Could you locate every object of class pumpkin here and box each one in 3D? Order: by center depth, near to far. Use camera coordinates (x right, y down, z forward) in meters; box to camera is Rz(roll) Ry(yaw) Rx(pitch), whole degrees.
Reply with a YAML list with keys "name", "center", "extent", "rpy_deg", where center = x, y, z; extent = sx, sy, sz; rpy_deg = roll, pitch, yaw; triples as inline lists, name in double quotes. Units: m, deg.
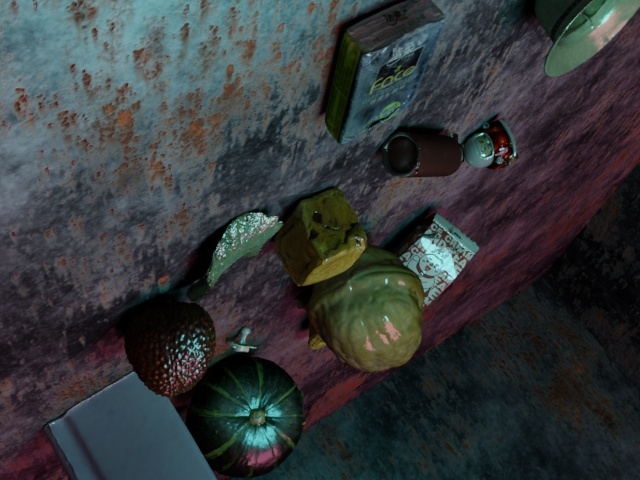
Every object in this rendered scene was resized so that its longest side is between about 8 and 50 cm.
- name: "pumpkin"
  center: [-0.198, 0.469, 2.243]
  extent: [0.323, 0.323, 0.241]
  rpy_deg: [-30, -172, -20]

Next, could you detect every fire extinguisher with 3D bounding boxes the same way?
- name: "fire extinguisher"
  center: [0.238, -0.189, 1.815]
  extent: [0.105, 0.105, 0.269]
  rpy_deg: [-48, 158, 29]

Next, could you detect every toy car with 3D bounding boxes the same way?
- name: "toy car"
  center: [0.398, -0.217, 2.025]
  extent: [0.112, 0.112, 0.139]
  rpy_deg: [-16, 165, -13]

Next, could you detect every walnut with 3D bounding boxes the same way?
- name: "walnut"
  center: [0.115, 0.162, 2.080]
  extent: [0.306, 0.306, 0.344]
  rpy_deg: [-37, 152, 0]

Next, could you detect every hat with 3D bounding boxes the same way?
- name: "hat"
  center: [0.483, -0.446, 1.580]
  extent: [0.257, 0.130, 0.257]
  rpy_deg: [-32, 161, -12]

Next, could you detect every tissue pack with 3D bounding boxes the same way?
- name: "tissue pack"
  center: [0.101, -0.279, 1.386]
  extent: [0.173, 0.073, 0.236]
  rpy_deg: [-30, 160, -24]

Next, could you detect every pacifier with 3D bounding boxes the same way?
- name: "pacifier"
  center: [-0.198, 0.250, 2.133]
  extent: [0.083, 0.068, 0.064]
  rpy_deg: [15, 93, -48]

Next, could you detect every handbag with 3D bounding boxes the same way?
- name: "handbag"
  center: [0.283, 0.068, 2.309]
  extent: [0.298, 0.171, 0.151]
  rpy_deg: [-45, -172, 21]

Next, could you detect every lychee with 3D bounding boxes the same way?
- name: "lychee"
  center: [-0.296, 0.205, 1.665]
  extent: [0.194, 0.194, 0.194]
  rpy_deg: [-32, 160, -13]

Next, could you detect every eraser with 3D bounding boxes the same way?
- name: "eraser"
  center: [-0.404, 0.497, 1.856]
  extent: [0.272, 0.359, 0.122]
  rpy_deg: [-31, 159, -19]

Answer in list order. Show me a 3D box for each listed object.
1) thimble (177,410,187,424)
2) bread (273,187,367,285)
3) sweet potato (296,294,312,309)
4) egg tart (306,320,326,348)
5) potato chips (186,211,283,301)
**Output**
- name: "thimble"
  center: [-0.397, 0.577, 2.325]
  extent: [0.210, 0.185, 0.149]
  rpy_deg: [12, 129, -45]
- name: "bread"
  center: [0.000, 0.000, 1.746]
  extent: [0.143, 0.149, 0.158]
  rpy_deg: [-19, 154, -35]
- name: "sweet potato"
  center: [0.027, 0.148, 2.267]
  extent: [0.233, 0.062, 0.081]
  rpy_deg: [-22, 138, -30]
- name: "egg tart"
  center: [0.041, 0.239, 2.434]
  extent: [0.212, 0.090, 0.212]
  rpy_deg: [-26, 166, -7]
- name: "potato chips"
  center: [-0.179, 0.035, 1.650]
  extent: [0.167, 0.059, 0.228]
  rpy_deg: [-29, 162, -50]
